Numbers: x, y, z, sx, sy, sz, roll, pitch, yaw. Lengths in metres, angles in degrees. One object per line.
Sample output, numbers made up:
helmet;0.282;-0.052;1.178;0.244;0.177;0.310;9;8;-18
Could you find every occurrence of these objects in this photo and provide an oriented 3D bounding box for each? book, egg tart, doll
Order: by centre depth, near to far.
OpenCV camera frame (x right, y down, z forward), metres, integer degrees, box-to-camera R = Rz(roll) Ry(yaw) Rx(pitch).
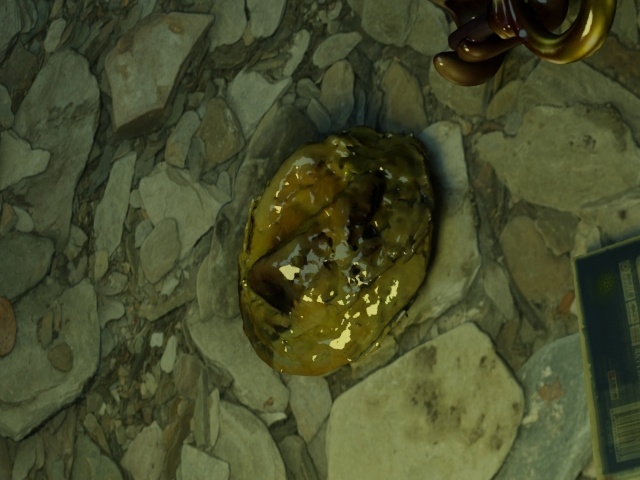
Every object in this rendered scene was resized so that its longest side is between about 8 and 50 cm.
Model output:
book;0.357;0.078;1.490;0.322;0.018;0.228;-21;65;43
doll;0.192;-0.295;1.639;0.340;0.209;0.318;-10;74;43
egg tart;0.000;0.000;1.833;0.297;0.132;0.297;-21;59;39
